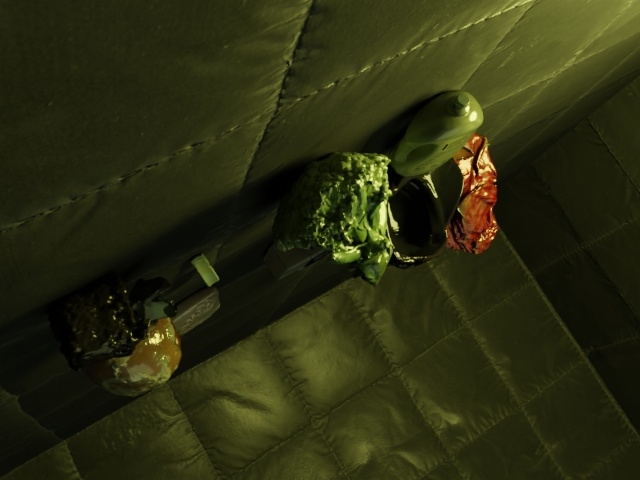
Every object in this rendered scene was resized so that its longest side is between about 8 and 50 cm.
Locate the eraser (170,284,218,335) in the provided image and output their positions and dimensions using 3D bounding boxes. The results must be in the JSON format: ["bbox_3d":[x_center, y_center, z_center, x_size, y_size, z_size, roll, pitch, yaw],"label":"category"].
[{"bbox_3d":[-0.364,0.212,1.813,0.243,0.059,0.204,-34,172,-13],"label":"eraser"}]

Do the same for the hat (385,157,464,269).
[{"bbox_3d":[0.188,-0.081,1.676,0.209,0.238,0.336,-2,-121,50],"label":"hat"}]

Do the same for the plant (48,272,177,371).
[{"bbox_3d":[-0.356,0.135,1.215,0.203,0.131,0.142,-28,167,-30],"label":"plant"}]

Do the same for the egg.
[{"bbox_3d":[-0.373,0.209,1.377,0.195,0.195,0.233,-32,163,2],"label":"egg"}]

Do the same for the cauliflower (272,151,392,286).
[{"bbox_3d":[0.052,-0.033,1.298,0.275,0.250,0.272,-33,174,-26],"label":"cauliflower"}]

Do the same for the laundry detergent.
[{"bbox_3d":[0.236,-0.221,1.403,0.181,0.091,0.253,-23,169,-16],"label":"laundry detergent"}]

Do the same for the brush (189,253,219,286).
[{"bbox_3d":[-0.249,0.057,1.495,0.033,0.030,0.178,-24,160,-5],"label":"brush"}]

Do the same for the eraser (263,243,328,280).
[{"bbox_3d":[0.000,0.000,1.812,0.287,0.086,0.130,-28,171,-22],"label":"eraser"}]

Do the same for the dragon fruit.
[{"bbox_3d":[0.357,-0.119,1.834,0.302,0.330,0.240,-38,-169,23],"label":"dragon fruit"}]
